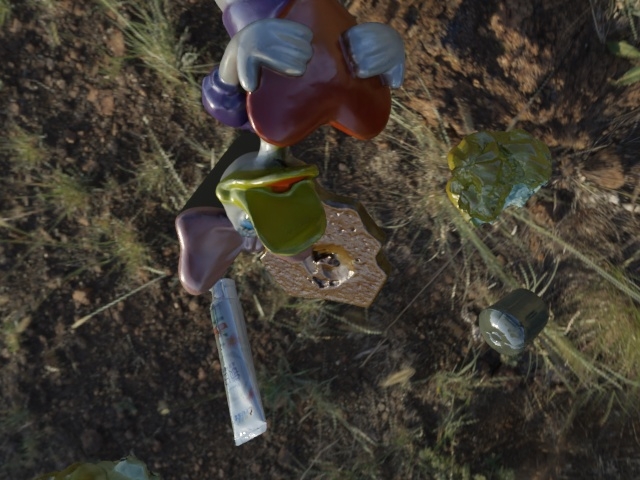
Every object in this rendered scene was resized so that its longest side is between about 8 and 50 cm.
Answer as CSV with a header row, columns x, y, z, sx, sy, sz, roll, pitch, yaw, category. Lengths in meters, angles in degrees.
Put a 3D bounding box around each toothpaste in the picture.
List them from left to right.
x,y,z,sx,sy,sz,roll,pitch,yaw,category
-0.168,0.232,1.336,0.100,0.066,0.323,-36,58,35,toothpaste

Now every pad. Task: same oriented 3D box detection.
x,y,z,sx,sy,sz,roll,pitch,yaw,category
-0.233,-0.133,1.527,0.055,0.323,0.250,40,71,-17,pad

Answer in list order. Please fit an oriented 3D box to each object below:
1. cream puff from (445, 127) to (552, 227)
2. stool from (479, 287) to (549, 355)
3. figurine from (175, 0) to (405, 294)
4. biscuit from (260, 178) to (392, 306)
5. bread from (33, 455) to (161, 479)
x,y,z,sx,sy,sz,roll,pitch,yaw,category
0.237,-0.095,0.924,0.156,0.156,0.121,-33,80,20,cream puff
0.341,0.140,1.185,0.096,0.110,0.096,40,148,32,stool
-0.042,-0.134,0.523,0.193,0.154,0.421,35,132,49,figurine
0.001,-0.002,0.875,0.182,0.034,0.215,6,134,19,biscuit
-0.158,0.213,0.318,0.267,0.152,0.130,-36,126,28,bread
